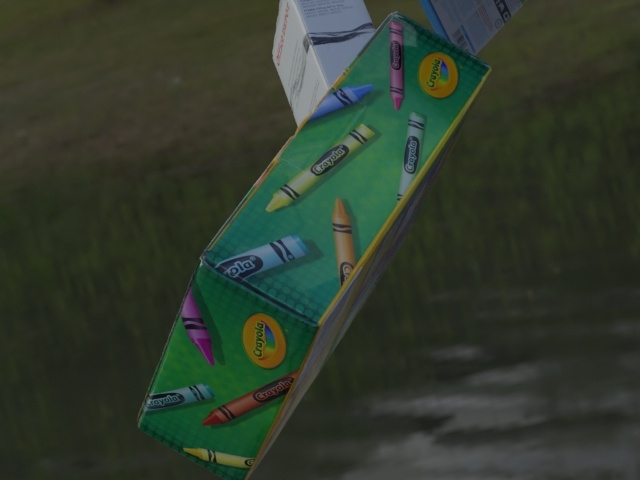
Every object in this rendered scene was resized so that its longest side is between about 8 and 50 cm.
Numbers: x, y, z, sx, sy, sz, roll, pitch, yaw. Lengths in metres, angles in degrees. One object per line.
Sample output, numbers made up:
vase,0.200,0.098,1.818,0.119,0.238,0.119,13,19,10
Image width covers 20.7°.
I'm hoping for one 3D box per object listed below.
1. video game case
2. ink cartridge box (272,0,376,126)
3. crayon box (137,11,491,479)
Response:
video game case,0.146,-0.233,1.408,0.166,0.119,0.015,-47,49,-11
ink cartridge box,0.014,-0.132,1.462,0.063,0.150,0.109,-11,-29,-15
crayon box,0.000,0.000,1.099,0.081,0.165,0.278,30,45,5
